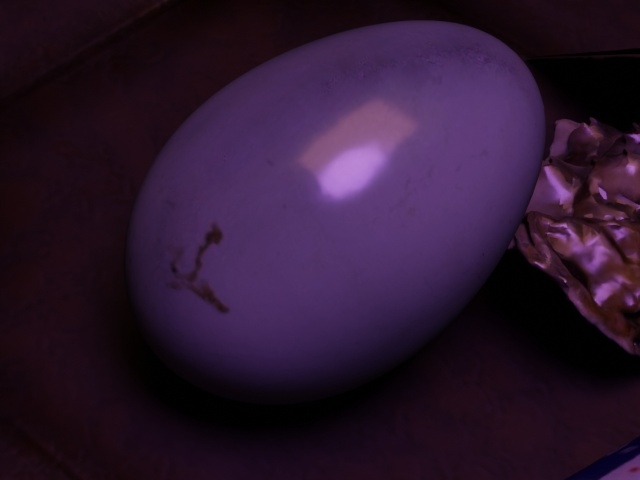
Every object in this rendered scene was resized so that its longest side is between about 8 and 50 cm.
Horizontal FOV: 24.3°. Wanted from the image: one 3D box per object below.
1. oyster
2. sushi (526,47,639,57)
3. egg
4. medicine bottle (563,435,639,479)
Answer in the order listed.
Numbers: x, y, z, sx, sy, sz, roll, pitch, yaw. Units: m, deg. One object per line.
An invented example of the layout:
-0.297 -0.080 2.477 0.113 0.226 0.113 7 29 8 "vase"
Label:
0.280 -0.010 0.927 0.351 0.114 0.238 6 46 4 "oyster"
0.316 -0.108 1.001 0.264 0.050 0.290 -3 6 -14 "sushi"
0.011 -0.020 0.830 0.264 0.183 0.183 -37 59 -8 "egg"
0.252 0.150 0.719 0.332 0.190 0.190 -23 54 -28 "medicine bottle"
